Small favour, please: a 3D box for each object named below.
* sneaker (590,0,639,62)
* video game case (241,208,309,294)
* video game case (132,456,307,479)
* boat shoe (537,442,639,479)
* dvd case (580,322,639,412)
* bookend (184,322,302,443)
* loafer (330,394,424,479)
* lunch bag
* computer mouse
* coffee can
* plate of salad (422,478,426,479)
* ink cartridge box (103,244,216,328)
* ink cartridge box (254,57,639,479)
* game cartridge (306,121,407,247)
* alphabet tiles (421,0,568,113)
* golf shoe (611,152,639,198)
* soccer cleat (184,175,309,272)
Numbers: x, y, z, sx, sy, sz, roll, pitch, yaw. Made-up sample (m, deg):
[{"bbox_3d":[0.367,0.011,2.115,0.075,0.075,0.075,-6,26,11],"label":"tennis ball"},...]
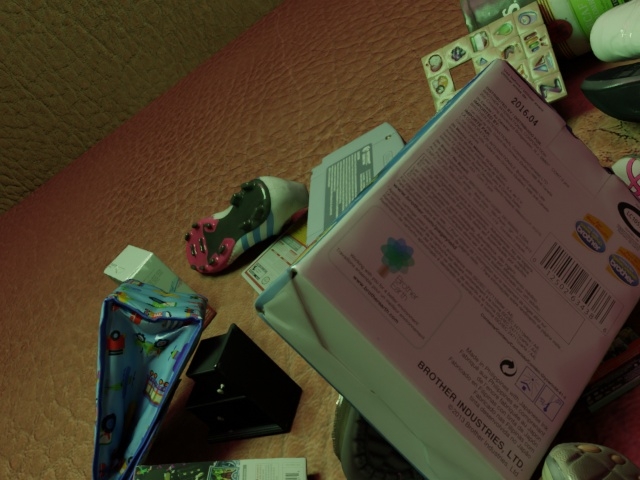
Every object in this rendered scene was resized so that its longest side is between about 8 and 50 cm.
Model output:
[{"bbox_3d":[0.530,-0.320,0.912,0.292,0.108,0.169,-32,20,-4],"label":"sneaker"},{"bbox_3d":[0.000,0.000,1.214,0.285,0.025,0.204,-44,29,-6],"label":"video game case"},{"bbox_3d":[-0.113,0.345,0.753,0.210,0.041,0.232,-2,34,-3],"label":"video game case"},{"bbox_3d":[0.242,0.294,0.466,0.116,0.123,0.324,-62,30,26],"label":"boat shoe"},{"bbox_3d":[0.292,0.117,0.731,0.087,0.013,0.119,-36,30,8],"label":"dvd case"},{"bbox_3d":[-0.138,0.204,0.962,0.156,0.157,0.072,-18,36,33],"label":"bookend"},{"bbox_3d":[0.102,0.110,0.803,0.130,0.134,0.366,-27,36,59],"label":"loafer"},{"bbox_3d":[-0.266,0.220,0.996,0.221,0.138,0.293,-155,80,-81],"label":"lunch bag"},{"bbox_3d":[0.469,-0.192,0.874,0.272,0.072,0.188,1,24,44],"label":"computer mouse"},{"bbox_3d":[0.392,-0.394,1.116,0.275,0.201,0.201,-21,35,31],"label":"coffee can"},{"bbox_3d":[0.118,0.303,0.640,0.200,0.048,0.200,-35,23,17],"label":"plate of salad"},{"bbox_3d":[-0.295,0.095,1.271,0.072,0.175,0.127,-51,31,-18],"label":"ink cartridge box"},{"bbox_3d":[0.169,0.011,0.697,0.395,0.270,0.151,-46,3,-25],"label":"ink cartridge box"},{"bbox_3d":[0.071,-0.082,1.165,0.198,0.062,0.297,-24,33,19],"label":"game cartridge"},{"bbox_3d":[0.272,-0.218,1.062,0.198,0.009,0.237,-21,75,30],"label":"alphabet tiles"},{"bbox_3d":[0.376,-0.039,0.789,0.086,0.067,0.186,-36,30,11],"label":"golf shoe"},{"bbox_3d":[-0.143,-0.020,1.345,0.331,0.143,0.116,-33,68,47],"label":"soccer cleat"}]
